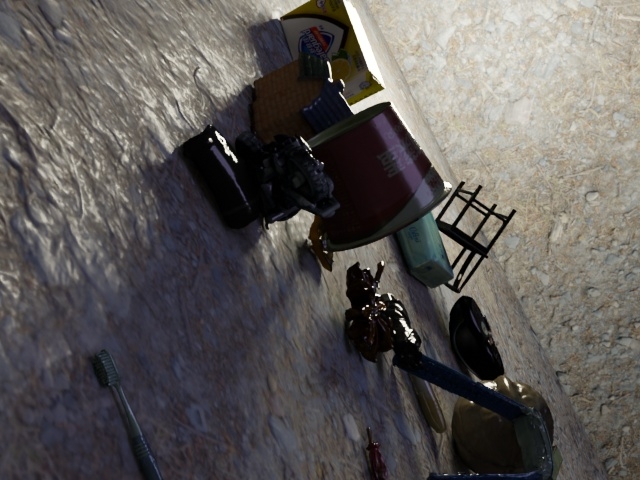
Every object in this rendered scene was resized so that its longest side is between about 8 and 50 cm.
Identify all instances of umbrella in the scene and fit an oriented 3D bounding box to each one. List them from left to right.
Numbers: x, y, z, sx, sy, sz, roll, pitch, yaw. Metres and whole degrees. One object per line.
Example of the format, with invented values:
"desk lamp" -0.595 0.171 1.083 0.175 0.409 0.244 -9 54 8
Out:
"umbrella" 0.091 0.359 1.253 0.027 0.025 0.165 77 1 -57
"umbrella" 0.147 0.160 1.570 0.235 0.059 0.066 -106 -171 -64

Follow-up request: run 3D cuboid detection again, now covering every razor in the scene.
"razor" -0.135 -0.093 1.189 0.148 0.054 0.090 60 15 -14

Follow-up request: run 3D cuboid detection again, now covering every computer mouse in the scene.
"computer mouse" 0.380 0.253 2.089 0.233 0.096 0.137 68 23 0

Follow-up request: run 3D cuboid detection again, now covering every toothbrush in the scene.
"toothbrush" -0.162 0.202 0.772 0.219 0.016 0.019 66 19 5

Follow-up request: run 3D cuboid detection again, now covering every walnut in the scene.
"walnut" 0.375 0.382 1.717 0.224 0.224 0.224 53 21 -30

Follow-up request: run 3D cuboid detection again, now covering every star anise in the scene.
"star anise" 0.090 0.125 1.483 0.234 0.073 0.177 1 80 -67

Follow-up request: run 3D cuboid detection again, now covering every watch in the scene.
"watch" 0.284 0.333 1.545 0.275 0.068 0.276 5 50 -18

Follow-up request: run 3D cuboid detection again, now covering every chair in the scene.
"chair" 0.368 -0.009 2.178 0.141 0.260 0.154 33 1 -14

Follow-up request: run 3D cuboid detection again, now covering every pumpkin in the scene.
"pumpkin" 0.000 0.000 1.476 0.101 0.035 0.073 -86 156 -50

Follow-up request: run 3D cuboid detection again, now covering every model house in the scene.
"model house" -0.019 -0.242 1.526 0.166 0.172 0.182 44 26 -44

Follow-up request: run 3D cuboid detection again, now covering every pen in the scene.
"pen" 0.192 0.270 1.648 0.040 0.032 0.233 -8 70 -47

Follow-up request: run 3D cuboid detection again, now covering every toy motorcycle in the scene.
"toy motorcycle" -0.048 -0.085 1.259 0.270 0.106 0.159 29 -31 59

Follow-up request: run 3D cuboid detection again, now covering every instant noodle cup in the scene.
"instant noodle cup" 0.077 -0.112 1.391 0.178 0.235 0.235 62 18 -14

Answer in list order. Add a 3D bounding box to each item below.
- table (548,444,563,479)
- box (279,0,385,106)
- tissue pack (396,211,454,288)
"table" 0.491 0.518 1.992 0.111 0.122 0.240 67 18 10
"box" 0.025 -0.434 1.927 0.097 0.168 0.265 37 34 -59
"tissue pack" 0.245 -0.027 2.101 0.177 0.089 0.263 34 33 -57
